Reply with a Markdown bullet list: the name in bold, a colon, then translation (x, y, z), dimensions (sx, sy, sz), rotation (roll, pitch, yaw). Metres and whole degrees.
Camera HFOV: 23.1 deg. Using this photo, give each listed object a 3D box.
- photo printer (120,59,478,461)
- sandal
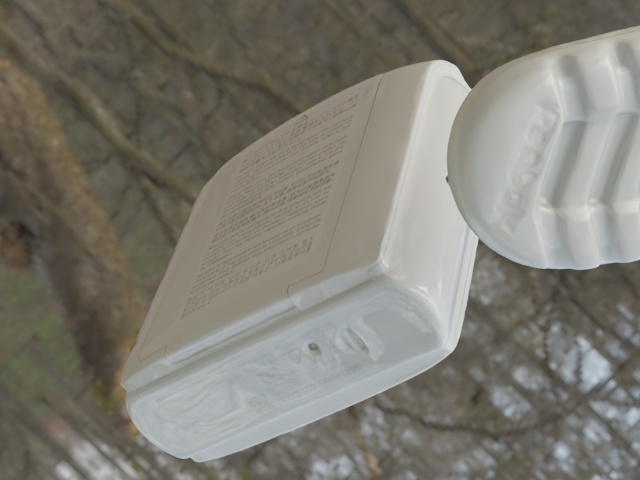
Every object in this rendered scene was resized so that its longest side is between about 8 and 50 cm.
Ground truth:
- **photo printer**: translation (0.000, 0.000, 1.160), dimensions (0.256, 0.107, 0.307), rotation (-27, -153, 28)
- **sandal**: translation (0.263, -0.077, 0.899), dimensions (0.102, 0.416, 0.169), rotation (-133, -137, -65)
